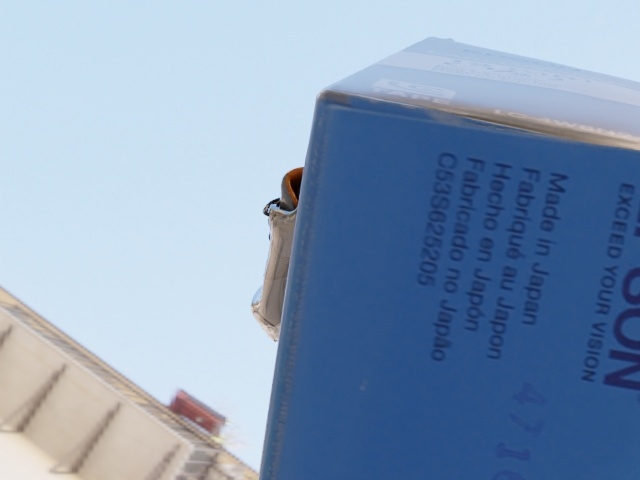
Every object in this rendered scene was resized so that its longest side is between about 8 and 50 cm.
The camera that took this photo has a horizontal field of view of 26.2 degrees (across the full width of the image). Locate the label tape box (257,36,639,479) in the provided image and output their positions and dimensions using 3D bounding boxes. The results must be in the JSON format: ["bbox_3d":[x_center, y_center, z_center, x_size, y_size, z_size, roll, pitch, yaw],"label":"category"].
[{"bbox_3d":[0.062,0.057,0.532,0.115,0.347,0.249,10,-78,10],"label":"label tape box"}]

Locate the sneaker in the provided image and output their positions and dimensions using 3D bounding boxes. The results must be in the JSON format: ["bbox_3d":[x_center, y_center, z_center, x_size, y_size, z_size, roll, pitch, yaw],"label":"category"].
[{"bbox_3d":[0.000,0.000,1.068,0.108,0.271,0.100,45,-118,0],"label":"sneaker"}]
